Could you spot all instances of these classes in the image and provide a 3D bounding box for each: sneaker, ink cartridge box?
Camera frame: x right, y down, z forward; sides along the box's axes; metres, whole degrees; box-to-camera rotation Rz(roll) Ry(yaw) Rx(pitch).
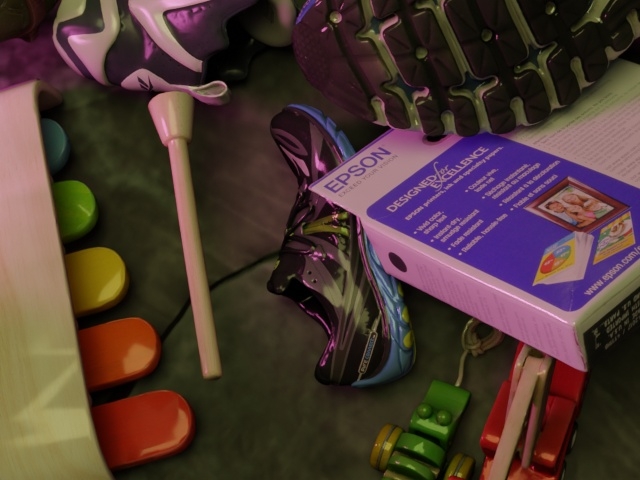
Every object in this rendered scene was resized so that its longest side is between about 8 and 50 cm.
[{"bbox_3d":[0.134,-0.161,0.911,0.330,0.129,0.147,-21,24,-14],"label":"sneaker"},{"bbox_3d":[0.136,-0.034,0.860,0.206,0.045,0.208,-36,43,-25],"label":"ink cartridge box"},{"bbox_3d":[-0.057,-0.192,0.979,0.153,0.094,0.235,24,76,16],"label":"sneaker"},{"bbox_3d":[0.000,0.000,0.911,0.078,0.067,0.188,-16,71,-2],"label":"sneaker"}]

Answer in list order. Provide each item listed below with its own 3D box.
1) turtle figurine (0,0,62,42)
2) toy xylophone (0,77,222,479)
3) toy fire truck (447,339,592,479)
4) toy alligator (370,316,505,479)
[{"bbox_3d":[-0.224,-0.173,0.955,0.118,0.175,0.234,26,54,12],"label":"turtle figurine"},{"bbox_3d":[-0.171,0.034,0.923,0.236,0.081,0.322,-8,69,8],"label":"toy xylophone"},{"bbox_3d":[0.113,0.095,0.818,0.047,0.135,0.192,14,74,15],"label":"toy fire truck"},{"bbox_3d":[0.060,0.119,0.864,0.056,0.051,0.189,20,75,17],"label":"toy alligator"}]
